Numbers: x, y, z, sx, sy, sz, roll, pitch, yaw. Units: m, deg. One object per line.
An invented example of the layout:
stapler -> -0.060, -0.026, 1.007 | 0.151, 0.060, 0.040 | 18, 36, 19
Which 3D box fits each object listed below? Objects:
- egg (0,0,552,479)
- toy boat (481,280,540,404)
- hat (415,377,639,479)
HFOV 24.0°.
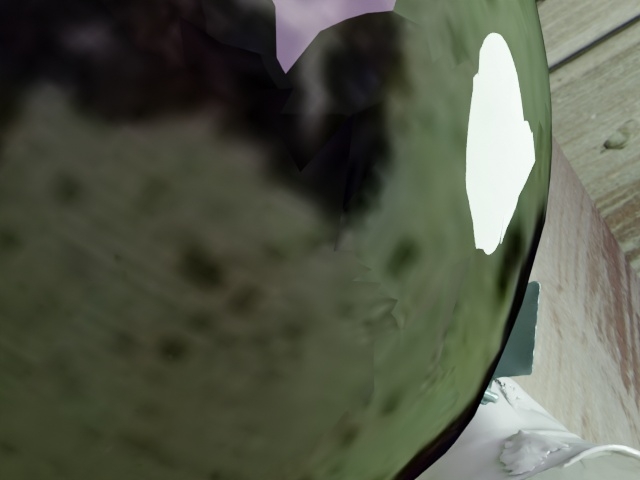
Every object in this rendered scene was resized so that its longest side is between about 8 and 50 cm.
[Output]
egg -> -0.098, -0.072, 0.445 | 0.379, 0.288, 0.287 | 53, 16, 5
toy boat -> -0.019, 0.019, 0.740 | 0.291, 0.070, 0.210 | 47, 62, -19
hat -> 0.094, 0.153, 0.863 | 0.203, 0.203, 0.126 | 42, 6, -46
